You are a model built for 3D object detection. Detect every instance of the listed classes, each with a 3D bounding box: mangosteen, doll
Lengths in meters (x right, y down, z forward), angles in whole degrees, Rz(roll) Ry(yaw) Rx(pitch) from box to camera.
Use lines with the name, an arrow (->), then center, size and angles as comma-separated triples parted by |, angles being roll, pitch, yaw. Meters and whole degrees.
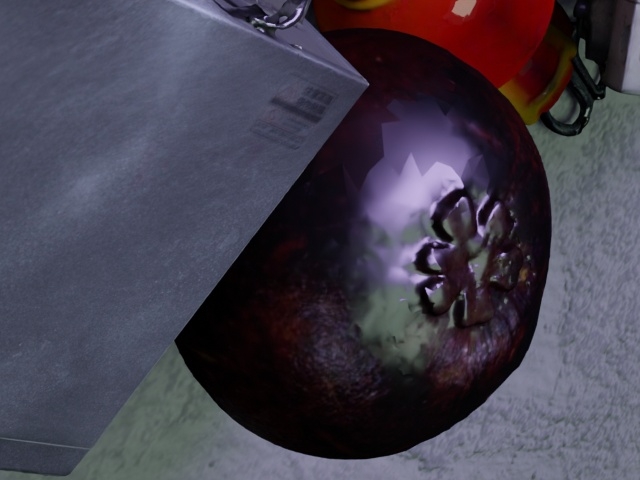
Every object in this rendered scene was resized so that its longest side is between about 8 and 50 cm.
mangosteen -> 0.016, 0.005, 1.196 | 0.297, 0.293, 0.297 | 6, 77, -24
doll -> 0.087, -0.192, 1.307 | 0.183, 0.160, 0.363 | -54, 142, 2

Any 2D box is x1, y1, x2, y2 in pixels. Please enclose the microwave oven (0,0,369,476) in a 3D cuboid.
microwave oven -> -0.242, -0.088, 0.872 | 0.374, 0.236, 0.432 | -51, 145, 15

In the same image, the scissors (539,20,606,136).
scissors -> 0.198, -0.200, 1.541 | 0.109, 0.022, 0.300 | -57, 142, -11

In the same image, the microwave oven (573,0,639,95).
microwave oven -> 0.342, -0.321, 1.353 | 0.333, 0.247, 0.394 | -67, 164, -73
